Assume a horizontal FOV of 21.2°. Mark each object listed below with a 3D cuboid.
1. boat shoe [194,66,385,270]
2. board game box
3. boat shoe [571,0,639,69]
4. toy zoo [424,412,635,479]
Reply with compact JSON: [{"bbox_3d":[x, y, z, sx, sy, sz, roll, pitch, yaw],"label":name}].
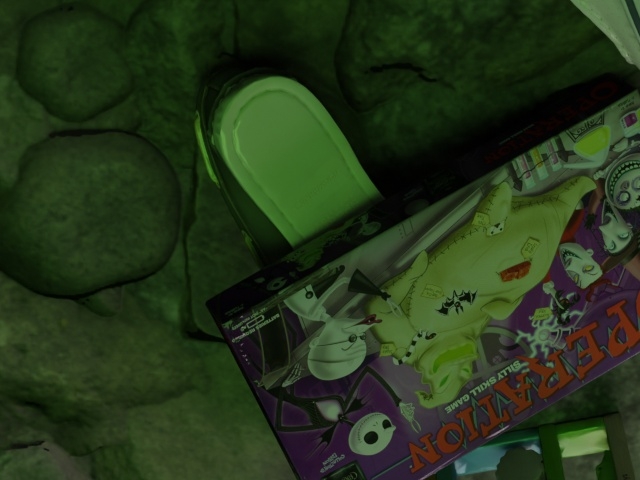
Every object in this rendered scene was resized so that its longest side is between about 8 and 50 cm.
[{"bbox_3d":[0.004,-0.003,1.284,0.109,0.091,0.305,-36,118,-11],"label":"boat shoe"},{"bbox_3d":[0.110,0.048,1.265,0.347,0.056,0.208,-30,123,-8],"label":"board game box"},{"bbox_3d":[0.112,-0.233,1.118,0.156,0.136,0.367,-30,113,17],"label":"boat shoe"},{"bbox_3d":[0.108,0.229,1.361,0.293,0.192,0.030,-11,120,7],"label":"toy zoo"}]
